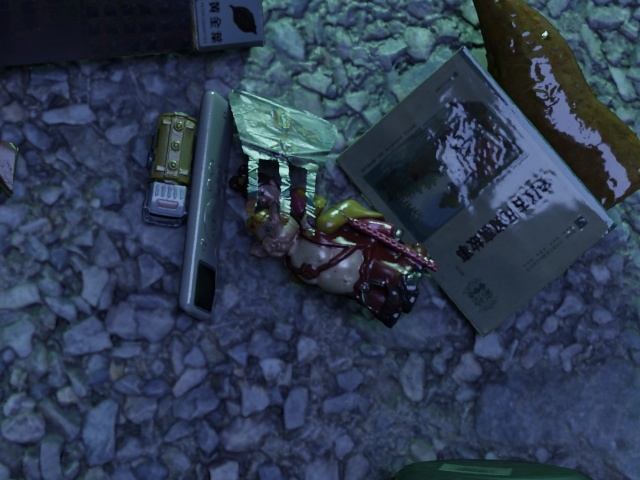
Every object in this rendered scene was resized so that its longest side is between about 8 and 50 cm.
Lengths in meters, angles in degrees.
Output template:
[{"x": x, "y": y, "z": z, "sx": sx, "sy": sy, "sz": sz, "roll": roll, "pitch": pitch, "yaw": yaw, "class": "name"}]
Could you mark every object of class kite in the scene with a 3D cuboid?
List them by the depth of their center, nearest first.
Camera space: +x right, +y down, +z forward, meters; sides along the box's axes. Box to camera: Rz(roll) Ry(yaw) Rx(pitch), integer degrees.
[{"x": -0.042, "y": -0.093, "z": 1.165, "sx": 0.141, "sy": 0.015, "sz": 0.245, "roll": 14, "pitch": 38, "yaw": -13, "class": "kite"}]

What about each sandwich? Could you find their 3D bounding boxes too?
[{"x": -0.354, "y": -0.092, "z": 1.148, "sx": 0.044, "sy": 0.031, "sz": 0.083, "roll": -41, "pitch": 92, "yaw": -15, "class": "sandwich"}]

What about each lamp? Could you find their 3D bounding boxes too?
[{"x": 0.000, "y": 0.000, "z": 1.172, "sx": 0.253, "sy": 0.118, "sz": 0.118, "roll": 29, "pitch": 72, "yaw": -1, "class": "lamp"}]

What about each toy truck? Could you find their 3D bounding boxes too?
[{"x": -0.170, "y": -0.081, "z": 1.176, "sx": 0.052, "sy": 0.063, "sz": 0.123, "roll": 9, "pitch": 76, "yaw": -13, "class": "toy truck"}]

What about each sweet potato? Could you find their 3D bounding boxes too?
[{"x": 0.272, "y": -0.179, "z": 1.284, "sx": 0.131, "sy": 0.131, "sz": 0.336, "roll": -37, "pitch": 88, "yaw": -19, "class": "sweet potato"}]

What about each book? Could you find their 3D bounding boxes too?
[{"x": 0.183, "y": -0.058, "z": 1.238, "sx": 0.215, "sy": 0.025, "sz": 0.282, "roll": -42, "pitch": 88, "yaw": 9, "class": "book"}]

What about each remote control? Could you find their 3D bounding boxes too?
[{"x": -0.125, "y": -0.040, "z": 1.178, "sx": 0.029, "sy": 0.067, "sz": 0.260, "roll": 0, "pitch": 76, "yaw": 18, "class": "remote control"}]

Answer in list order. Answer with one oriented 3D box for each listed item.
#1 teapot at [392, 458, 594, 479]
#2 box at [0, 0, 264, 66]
[{"x": 0.145, "y": 0.382, "z": 1.082, "sx": 0.305, "sy": 0.223, "sz": 0.285, "roll": 2, "pitch": 84, "yaw": -17, "class": "teapot"}, {"x": -0.229, "y": -0.300, "z": 1.176, "sx": 0.325, "sy": 0.047, "sz": 0.180, "roll": -8, "pitch": 112, "yaw": -15, "class": "box"}]
